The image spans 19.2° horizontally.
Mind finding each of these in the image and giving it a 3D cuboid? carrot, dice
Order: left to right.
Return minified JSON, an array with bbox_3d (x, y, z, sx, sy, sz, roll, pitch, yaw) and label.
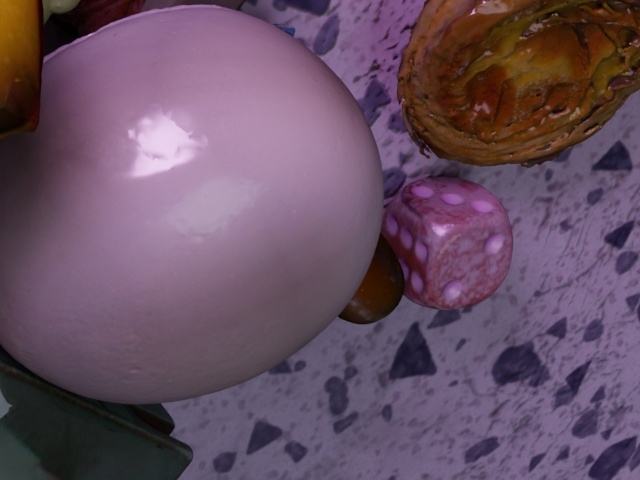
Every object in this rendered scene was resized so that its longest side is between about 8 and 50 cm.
[{"bbox_3d":[0.000,0.000,1.638,0.087,0.087,0.193,-46,128,0],"label":"carrot"},{"bbox_3d":[0.113,0.001,1.706,0.091,0.093,0.094,-14,125,-27],"label":"dice"}]

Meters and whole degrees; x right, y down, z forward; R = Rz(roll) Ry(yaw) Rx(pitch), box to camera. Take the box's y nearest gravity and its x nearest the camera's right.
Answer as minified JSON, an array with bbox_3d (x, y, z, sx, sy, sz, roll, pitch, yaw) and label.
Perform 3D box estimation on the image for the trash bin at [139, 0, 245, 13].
[{"bbox_3d":[-0.087,-0.192,1.409,0.061,0.043,0.092,20,115,-44],"label":"trash bin"}]

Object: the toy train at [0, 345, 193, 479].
[{"bbox_3d":[-0.252,0.138,1.507,0.326,0.159,0.129,33,96,-42],"label":"toy train"}]

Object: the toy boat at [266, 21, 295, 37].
[{"bbox_3d":[-0.072,-0.123,1.515,0.140,0.066,0.059,-44,130,-3],"label":"toy boat"}]

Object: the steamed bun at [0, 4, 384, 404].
[{"bbox_3d":[-0.104,-0.009,1.405,0.324,0.206,0.324,-18,145,-13],"label":"steamed bun"}]

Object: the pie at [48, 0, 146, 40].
[{"bbox_3d":[-0.130,-0.218,1.421,0.182,0.049,0.182,-18,133,-20],"label":"pie"}]

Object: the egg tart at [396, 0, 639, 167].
[{"bbox_3d":[0.184,-0.183,1.619,0.297,0.132,0.297,-19,143,-15],"label":"egg tart"}]

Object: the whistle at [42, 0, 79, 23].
[{"bbox_3d":[-0.235,-0.189,1.312,0.141,0.141,0.294,-16,128,-25],"label":"whistle"}]

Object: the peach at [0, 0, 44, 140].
[{"bbox_3d":[-0.343,-0.171,1.131,0.306,0.242,0.380,-40,96,-10],"label":"peach"}]
